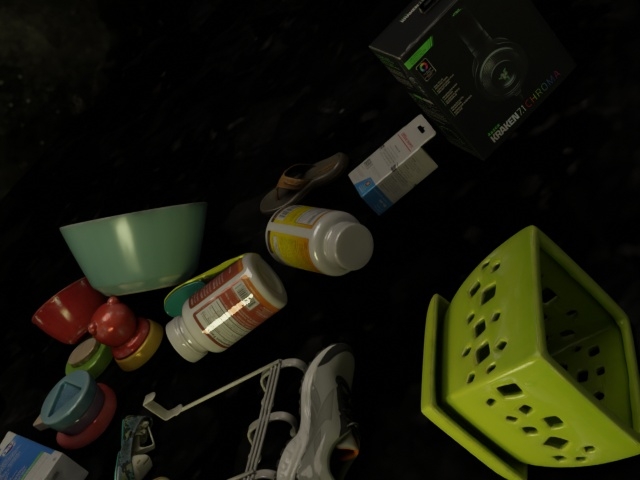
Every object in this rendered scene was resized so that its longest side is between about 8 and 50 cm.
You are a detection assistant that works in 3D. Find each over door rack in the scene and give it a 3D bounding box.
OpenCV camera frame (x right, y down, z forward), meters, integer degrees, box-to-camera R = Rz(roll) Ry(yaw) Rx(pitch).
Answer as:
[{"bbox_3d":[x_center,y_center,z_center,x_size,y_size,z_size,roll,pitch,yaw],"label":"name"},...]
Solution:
[{"bbox_3d":[-0.166,0.334,1.770,0.324,0.108,0.239,-18,37,28],"label":"over door rack"}]

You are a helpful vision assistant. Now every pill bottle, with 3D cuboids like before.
[{"bbox_3d":[-0.178,0.130,2.038,0.216,0.121,0.121,-37,31,14],"label":"pill bottle"},{"bbox_3d":[0.000,0.000,1.985,0.117,0.117,0.215,-54,31,-16],"label":"pill bottle"}]

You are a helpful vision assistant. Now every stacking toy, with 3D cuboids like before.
[{"bbox_3d":[-0.502,0.264,2.263,0.280,0.130,0.309,-7,46,47],"label":"stacking toy"}]

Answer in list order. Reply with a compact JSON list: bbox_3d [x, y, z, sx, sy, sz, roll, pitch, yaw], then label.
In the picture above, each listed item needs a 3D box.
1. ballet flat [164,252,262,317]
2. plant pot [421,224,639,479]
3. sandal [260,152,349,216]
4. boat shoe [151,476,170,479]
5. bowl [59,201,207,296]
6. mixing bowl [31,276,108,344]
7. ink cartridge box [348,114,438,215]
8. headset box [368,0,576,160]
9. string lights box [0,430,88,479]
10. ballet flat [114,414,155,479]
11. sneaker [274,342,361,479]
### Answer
[{"bbox_3d":[-0.208,0.088,2.193,0.231,0.077,0.077,-28,12,21],"label":"ballet flat"},{"bbox_3d":[0.254,0.158,1.378,0.207,0.227,0.228,-32,32,33],"label":"plant pot"},{"bbox_3d":[-0.041,-0.125,2.250,0.219,0.060,0.090,-28,33,26],"label":"sandal"},{"bbox_3d":[-0.314,0.446,1.880,0.153,0.056,0.048,-42,33,19],"label":"boat shoe"},{"bbox_3d":[-0.379,0.024,2.302,0.312,0.163,0.311,-9,1,0],"label":"bowl"},{"bbox_3d":[-0.536,0.167,2.426,0.181,0.098,0.181,-36,-8,-6],"label":"mixing bowl"},{"bbox_3d":[0.148,-0.141,2.036,0.180,0.060,0.104,-40,29,9],"label":"ink cartridge box"},{"bbox_3d":[0.262,-0.331,1.910,0.246,0.283,0.131,-45,29,-2],"label":"headset box"},{"bbox_3d":[-0.576,0.468,2.151,0.260,0.077,0.133,3,53,52],"label":"string lights box"},{"bbox_3d":[-0.332,0.386,1.976,0.070,0.070,0.188,-32,36,21],"label":"ballet flat"},{"bbox_3d":[0.020,0.277,1.653,0.108,0.100,0.271,-8,49,28],"label":"sneaker"}]
